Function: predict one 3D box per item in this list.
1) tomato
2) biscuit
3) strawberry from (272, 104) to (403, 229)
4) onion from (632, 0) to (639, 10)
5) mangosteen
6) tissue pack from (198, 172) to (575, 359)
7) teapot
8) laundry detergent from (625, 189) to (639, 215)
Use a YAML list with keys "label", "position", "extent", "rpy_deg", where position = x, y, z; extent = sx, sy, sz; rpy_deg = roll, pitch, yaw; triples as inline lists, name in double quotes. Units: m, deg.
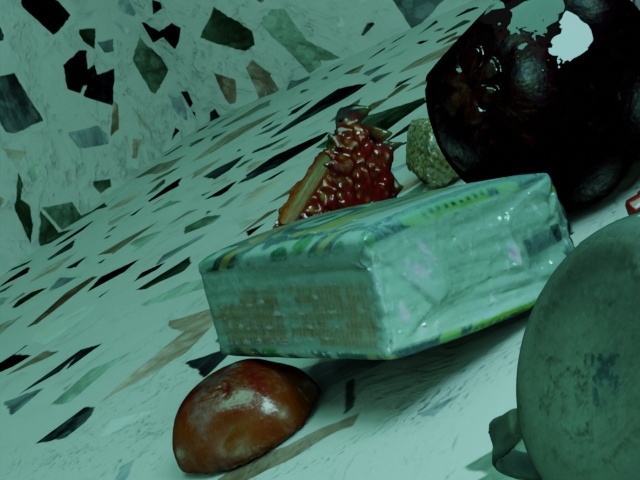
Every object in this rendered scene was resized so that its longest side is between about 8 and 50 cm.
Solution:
- label: "tomato"
  position: [-0.079, 0.157, 1.292]
  extent: [0.155, 0.069, 0.155]
  rpy_deg: [-27, 14, 7]
- label: "biscuit"
  position: [0.159, -0.124, 1.854]
  extent: [0.070, 0.082, 0.168]
  rpy_deg: [-4, 12, -3]
- label: "strawberry"
  position: [0.000, 0.000, 1.673]
  extent: [0.306, 0.137, 0.233]
  rpy_deg: [-62, 5, -20]
- label: "onion"
  position: [0.474, -0.242, 1.471]
  extent: [0.267, 0.159, 0.349]
  rpy_deg: [-1, 48, 11]
- label: "mangosteen"
  position: [0.256, -0.161, 1.434]
  extent: [0.287, 0.233, 0.287]
  rpy_deg: [-45, -11, -11]
- label: "tissue pack"
  position: [0.056, 0.030, 1.276]
  extent: [0.228, 0.128, 0.311]
  rpy_deg: [-16, 4, -32]
- label: "teapot"
  position: [0.205, 0.080, 0.776]
  extent: [0.294, 0.129, 0.193]
  rpy_deg: [-45, 36, 47]
- label: "laundry detergent"
  position: [0.361, -0.061, 1.241]
  extent: [0.165, 0.049, 0.097]
  rpy_deg: [-31, 16, 4]
